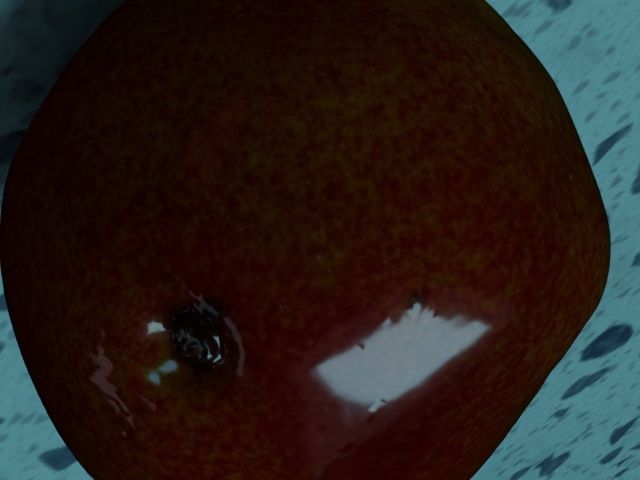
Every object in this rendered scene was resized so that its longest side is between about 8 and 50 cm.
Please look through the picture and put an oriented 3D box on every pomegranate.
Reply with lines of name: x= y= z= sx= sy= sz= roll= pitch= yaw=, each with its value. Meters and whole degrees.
pomegranate: x=0.000 y=0.000 z=0.706 sx=0.221 sy=0.221 sz=0.256 roll=-47 pitch=163 yaw=25
